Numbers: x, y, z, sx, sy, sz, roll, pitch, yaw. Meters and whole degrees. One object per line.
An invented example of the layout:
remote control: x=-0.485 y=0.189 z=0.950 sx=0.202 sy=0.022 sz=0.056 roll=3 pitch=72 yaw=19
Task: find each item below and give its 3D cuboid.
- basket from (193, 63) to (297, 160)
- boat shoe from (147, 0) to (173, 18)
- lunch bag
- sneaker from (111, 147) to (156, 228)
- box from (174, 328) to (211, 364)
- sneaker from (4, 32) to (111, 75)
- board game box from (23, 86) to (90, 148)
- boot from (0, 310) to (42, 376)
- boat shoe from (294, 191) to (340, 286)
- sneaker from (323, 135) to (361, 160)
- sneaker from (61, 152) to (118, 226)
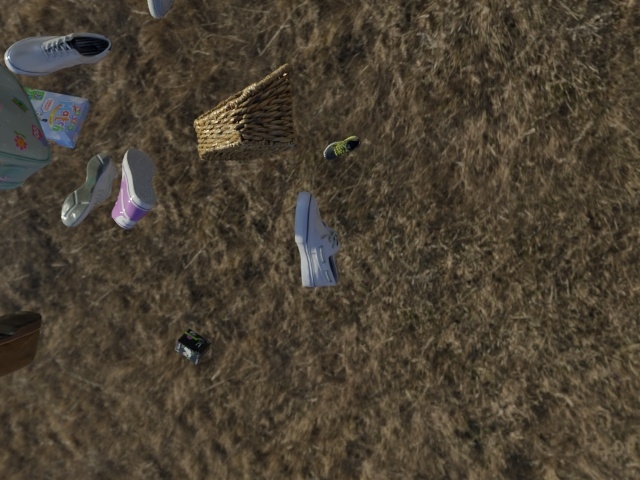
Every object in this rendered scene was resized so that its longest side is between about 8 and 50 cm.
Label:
basket: x=-0.223 y=-0.341 z=1.455 sx=0.299 sy=0.213 sz=0.223 roll=1 pitch=95 yaw=58
boat shoe: x=-0.376 y=-0.676 z=1.366 sx=0.081 sy=0.079 sz=0.228 roll=16 pitch=99 yaw=12
lunch bag: x=-0.571 y=-0.192 z=0.837 sx=0.107 sy=0.279 sz=0.224 roll=-28 pitch=82 yaw=14
sneaker: x=-0.583 y=-0.154 z=1.642 sx=0.102 sy=0.282 sz=0.161 roll=26 pitch=122 yaw=-35
box: x=-0.379 y=0.315 z=1.605 sx=0.083 sy=0.062 sz=0.052 roll=31 pitch=128 yaw=7
sneaker: x=-0.652 y=-0.481 z=1.354 sx=0.091 sy=0.258 sz=0.094 roll=-7 pitch=109 yaw=50
board game box: x=-0.786 y=-0.352 z=1.531 sx=0.211 sy=0.160 sz=0.039 roll=10 pitch=151 yaw=-7
boot: x=-0.686 y=0.239 z=1.066 sx=0.112 sy=0.305 sz=0.115 roll=13 pitch=103 yaw=20
boat shoe: x=0.000 y=0.000 z=0.996 sx=0.075 sy=0.083 sz=0.226 roll=3 pitch=140 yaw=7
sneaker: x=0.045 y=-0.188 z=1.090 sx=0.083 sy=0.035 sz=0.031 roll=-30 pitch=106 yaw=-6
sneaker: x=-0.425 y=-0.086 z=1.012 sx=0.053 sy=0.152 sz=0.061 roll=18 pitch=159 yaw=17
